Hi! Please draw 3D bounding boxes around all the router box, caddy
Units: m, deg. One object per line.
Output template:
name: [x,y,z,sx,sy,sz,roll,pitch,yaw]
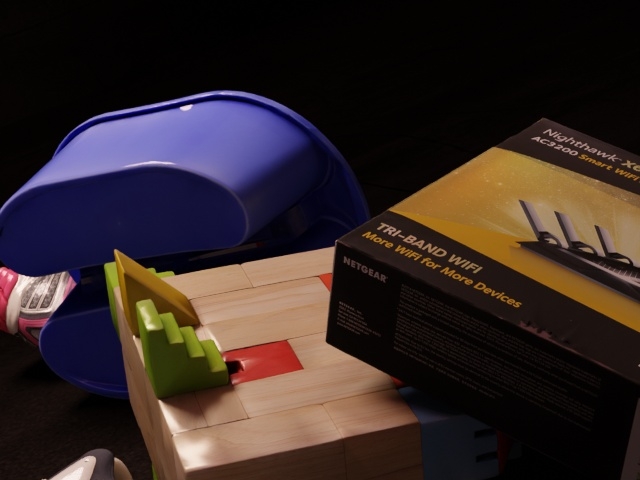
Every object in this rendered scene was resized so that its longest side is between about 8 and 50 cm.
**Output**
router box: [0.197,0.045,1.054,0.309,0.081,0.243,25,36,29]
caddy: [-0.122,0.000,1.537,0.341,0.241,0.179,-8,22,30]

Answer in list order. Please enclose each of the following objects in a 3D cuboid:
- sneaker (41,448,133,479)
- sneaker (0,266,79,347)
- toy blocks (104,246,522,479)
sneaker: [-0.193,0.199,1.149,0.235,0.094,0.153,-2,19,47]
sneaker: [-0.203,0.045,1.775,0.112,0.121,0.299,27,36,28]
toy blocks: [0.014,0.103,1.160,0.261,0.191,0.381,-10,23,-11]
